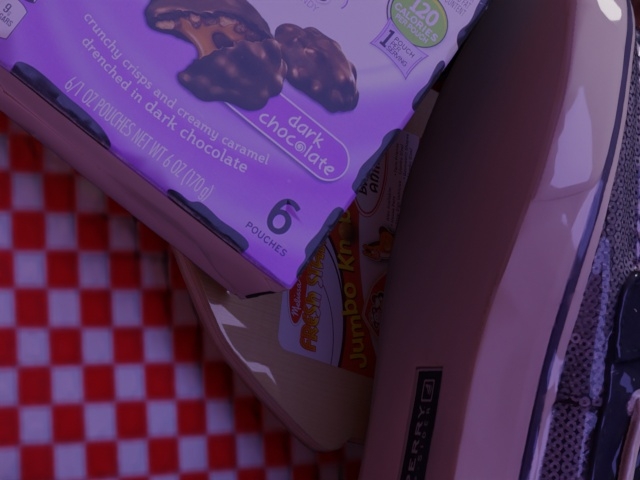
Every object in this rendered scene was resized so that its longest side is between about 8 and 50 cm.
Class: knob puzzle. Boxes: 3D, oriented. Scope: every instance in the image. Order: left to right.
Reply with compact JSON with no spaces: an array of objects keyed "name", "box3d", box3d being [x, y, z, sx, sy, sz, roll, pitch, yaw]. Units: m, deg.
[{"name":"knob puzzle","box3d":[0.000,0.000,0.880,0.213,0.030,0.213,13,70,-40]}]

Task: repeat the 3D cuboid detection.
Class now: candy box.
[{"name":"candy box","box3d":[-0.030,-0.104,0.789,0.165,0.070,0.196,38,75,-13]}]

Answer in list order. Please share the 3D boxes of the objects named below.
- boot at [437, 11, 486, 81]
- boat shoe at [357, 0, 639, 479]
[{"name":"boot","box3d":[-0.007,-0.195,0.882,0.161,0.083,0.247,7,73,-33]},{"name":"boat shoe","box3d":[0.114,0.061,0.837,0.158,0.127,0.341,15,87,-23]}]
